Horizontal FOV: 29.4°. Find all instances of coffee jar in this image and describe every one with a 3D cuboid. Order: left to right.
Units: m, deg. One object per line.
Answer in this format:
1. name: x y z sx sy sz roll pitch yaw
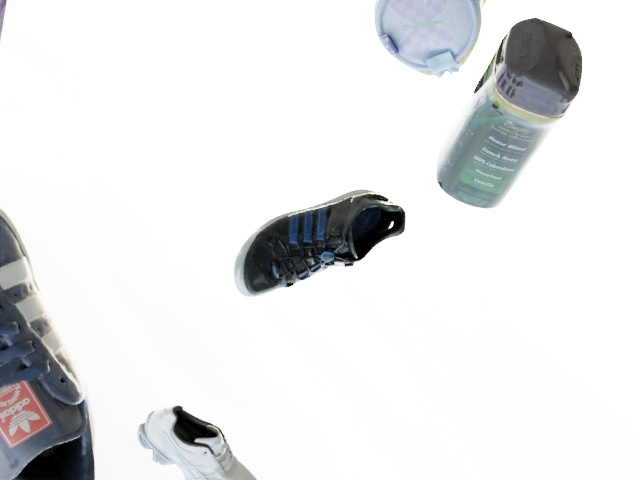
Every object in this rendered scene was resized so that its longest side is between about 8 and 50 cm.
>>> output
1. coffee jar: 0.176 -0.118 1.144 0.079 0.184 0.096 20 -127 -6

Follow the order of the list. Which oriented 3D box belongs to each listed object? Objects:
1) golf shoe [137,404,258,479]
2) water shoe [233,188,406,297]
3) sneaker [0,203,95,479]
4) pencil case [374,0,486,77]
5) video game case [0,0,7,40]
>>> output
1. golf shoe: -0.130 0.257 1.432 0.176 0.086 0.069 37 -131 -13
2. water shoe: 0.000 0.000 1.303 0.203 0.080 0.073 -31 -65 -25
3. sneaker: -0.248 0.085 0.912 0.148 0.131 0.350 55 172 38
4. pencil case: 0.137 -0.277 1.407 0.124 0.113 0.273 52 -159 -13
5. video game case: -0.384 -0.148 1.084 0.196 0.026 0.274 17 -107 -42
